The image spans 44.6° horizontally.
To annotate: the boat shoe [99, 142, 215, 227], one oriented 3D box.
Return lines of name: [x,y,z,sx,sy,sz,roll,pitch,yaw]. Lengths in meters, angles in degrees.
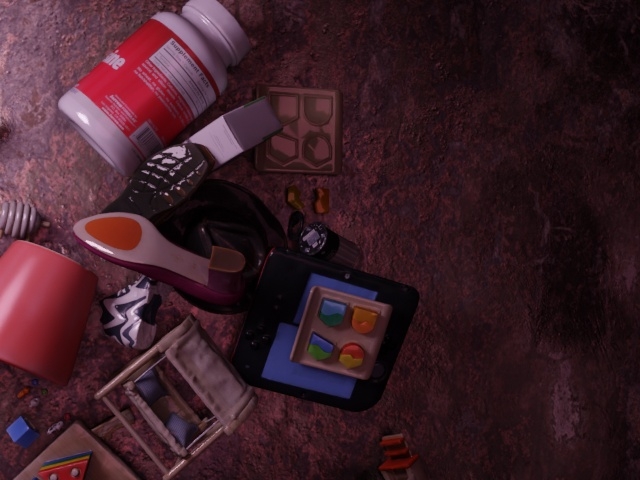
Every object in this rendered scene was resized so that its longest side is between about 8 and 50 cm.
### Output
boat shoe: [-0.360,-0.103,1.730,0.324,0.120,0.123,-35,86,20]

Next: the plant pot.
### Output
plant pot: [-0.611,0.149,1.654,0.274,0.275,0.243,26,73,-13]

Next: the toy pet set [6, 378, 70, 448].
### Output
toy pet set: [-0.638,0.393,1.731,0.114,0.065,0.122,-44,99,-11]

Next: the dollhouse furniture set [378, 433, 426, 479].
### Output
dollhouse furniture set: [0.131,0.586,1.848,0.259,0.262,0.135,-30,95,-47]

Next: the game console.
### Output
game console: [0.008,0.221,1.852,0.386,0.060,0.342,17,106,-14]

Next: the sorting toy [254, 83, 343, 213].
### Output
sorting toy: [-0.054,-0.222,1.912,0.228,0.041,0.308,1,89,-19]

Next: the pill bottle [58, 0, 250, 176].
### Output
pill bottle: [-0.357,-0.353,1.734,0.408,0.229,0.229,-46,100,-11]

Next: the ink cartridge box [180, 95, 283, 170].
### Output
ink cartridge box: [-0.217,-0.221,1.752,0.160,0.219,0.093,-38,100,-48]

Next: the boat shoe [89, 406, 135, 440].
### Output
boat shoe: [-0.486,0.433,1.777,0.135,0.050,0.045,-29,91,-13]

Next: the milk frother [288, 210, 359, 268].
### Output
milk frother: [0.000,0.000,1.894,0.134,0.129,0.143,30,43,-47]

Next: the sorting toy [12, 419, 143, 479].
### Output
sorting toy: [-0.542,0.581,1.715,0.255,0.089,0.257,-43,99,0]

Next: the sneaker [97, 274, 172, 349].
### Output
sneaker: [-0.428,0.123,1.762,0.153,0.094,0.235,7,75,23]

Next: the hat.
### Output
hat: [-0.224,0.016,1.812,0.331,0.134,0.332,0,90,-14]

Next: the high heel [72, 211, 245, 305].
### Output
high heel: [-0.348,0.059,1.686,0.377,0.181,0.127,18,53,0]

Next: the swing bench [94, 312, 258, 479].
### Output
swing bench: [-0.311,0.343,1.739,0.254,0.165,0.253,-38,97,3]

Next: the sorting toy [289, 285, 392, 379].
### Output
sorting toy: [0.050,0.219,1.817,0.208,0.038,0.193,15,100,-13]

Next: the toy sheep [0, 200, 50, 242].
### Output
toy sheep: [-0.667,-0.044,1.725,0.132,0.091,0.091,9,87,-28]
